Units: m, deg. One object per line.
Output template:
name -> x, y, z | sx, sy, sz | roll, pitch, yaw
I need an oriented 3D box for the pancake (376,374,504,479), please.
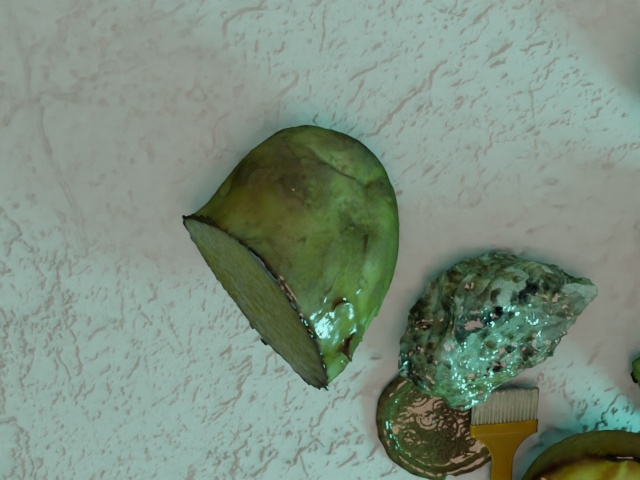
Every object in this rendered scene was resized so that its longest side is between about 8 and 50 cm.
pancake -> 0.177, 0.267, 1.562 | 0.199, 0.021, 0.199 | 0, 106, -1

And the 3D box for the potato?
potato -> 0.000, 0.000, 1.391 | 0.237, 0.301, 0.288 | -37, 129, -18

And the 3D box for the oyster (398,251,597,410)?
oyster -> 0.234, 0.113, 1.474 | 0.198, 0.112, 0.267 | 39, 94, -6

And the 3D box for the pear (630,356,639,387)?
pear -> 0.585, 0.206, 1.436 | 0.238, 0.255, 0.164 | -27, 102, 1

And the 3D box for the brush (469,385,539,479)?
brush -> 0.266, 0.341, 1.574 | 0.103, 0.013, 0.272 | -3, 110, -8

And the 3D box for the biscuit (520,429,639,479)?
biscuit -> 0.429, 0.393, 1.526 | 0.296, 0.102, 0.296 | 9, 121, 16
